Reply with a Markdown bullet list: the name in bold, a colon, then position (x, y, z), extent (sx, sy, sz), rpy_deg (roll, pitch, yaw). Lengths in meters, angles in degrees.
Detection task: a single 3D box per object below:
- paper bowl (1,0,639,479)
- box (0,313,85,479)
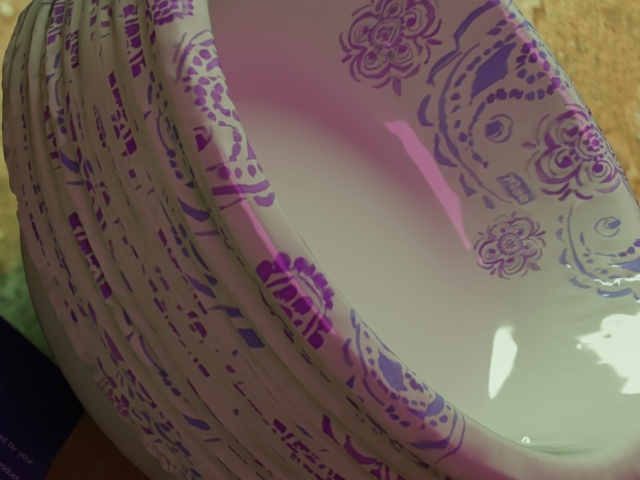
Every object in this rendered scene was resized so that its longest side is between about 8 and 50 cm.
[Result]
- **paper bowl**: position (0.000, 0.000, 0.613), extent (0.284, 0.148, 0.284), rpy_deg (35, 36, -32)
- **box**: position (-0.178, 0.090, 0.503), extent (0.136, 0.036, 0.225), rpy_deg (43, 45, -13)
